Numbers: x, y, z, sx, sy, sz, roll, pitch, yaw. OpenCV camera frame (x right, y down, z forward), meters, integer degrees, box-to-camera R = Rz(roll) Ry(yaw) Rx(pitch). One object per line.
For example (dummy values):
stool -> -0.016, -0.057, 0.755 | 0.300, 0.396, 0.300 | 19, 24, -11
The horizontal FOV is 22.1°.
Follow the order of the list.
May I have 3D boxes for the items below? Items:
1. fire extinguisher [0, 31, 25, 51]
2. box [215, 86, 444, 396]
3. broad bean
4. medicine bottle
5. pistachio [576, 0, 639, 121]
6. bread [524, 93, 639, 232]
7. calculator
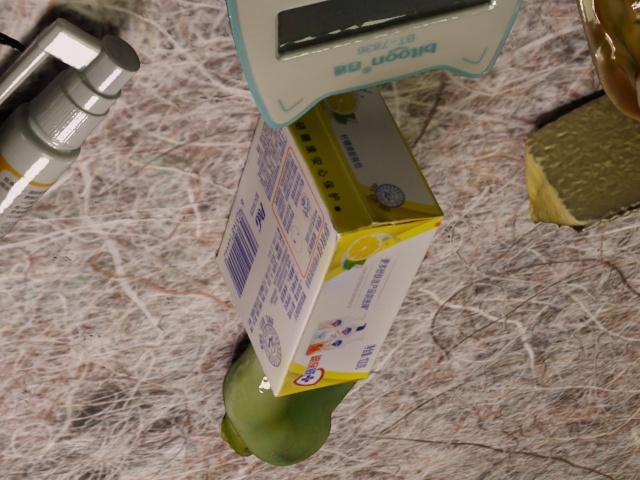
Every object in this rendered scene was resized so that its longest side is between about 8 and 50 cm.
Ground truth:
fire extinguisher -> -0.275, -0.057, 1.173 | 0.138, 0.102, 0.344 | 11, 130, 4
box -> 0.000, 0.000, 1.437 | 0.097, 0.168, 0.265 | -12, 147, -23
broad bean -> -0.033, 0.149, 1.732 | 0.169, 0.100, 0.228 | -1, 132, -46
medicine bottle -> -0.230, -0.082, 1.260 | 0.092, 0.061, 0.220 | 29, 124, -31
pistachio -> 0.319, -0.183, 1.363 | 0.197, 0.166, 0.288 | -47, 145, -4
bread -> 0.328, -0.060, 1.583 | 0.240, 0.135, 0.178 | -23, 150, -4
calculator -> 0.048, -0.240, 1.192 | 0.256, 0.054, 0.386 | -15, 148, -12
